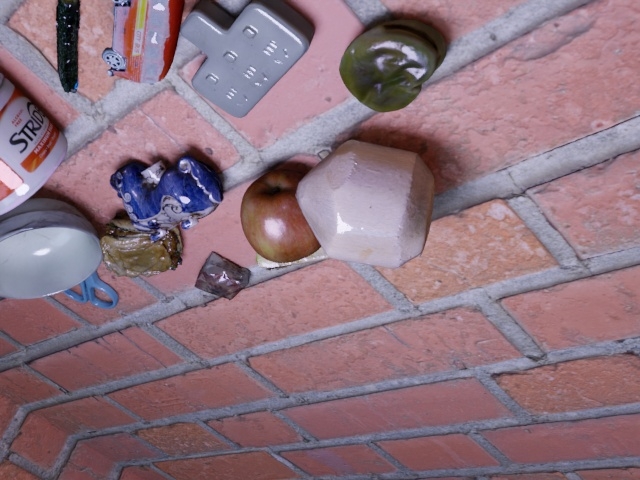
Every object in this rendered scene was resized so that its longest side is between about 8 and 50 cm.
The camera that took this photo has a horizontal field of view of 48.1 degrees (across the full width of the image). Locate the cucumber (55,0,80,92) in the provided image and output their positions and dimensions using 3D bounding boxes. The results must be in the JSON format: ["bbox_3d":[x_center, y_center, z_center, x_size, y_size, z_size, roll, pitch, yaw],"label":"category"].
[{"bbox_3d":[-0.497,-0.380,1.409,0.044,0.043,0.257,27,144,-1],"label":"cucumber"}]

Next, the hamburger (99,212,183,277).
[{"bbox_3d":[-0.453,0.001,1.824,0.206,0.130,0.183,-2,143,-2],"label":"hamburger"}]

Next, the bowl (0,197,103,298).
[{"bbox_3d":[-0.722,0.006,1.822,0.307,0.163,0.307,-20,147,-13],"label":"bowl"}]

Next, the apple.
[{"bbox_3d":[-0.075,-0.053,1.505,0.188,0.188,0.174,3,139,22],"label":"apple"}]

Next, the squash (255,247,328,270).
[{"bbox_3d":[0.000,0.000,1.602,0.252,0.093,0.169,-12,177,37],"label":"squash"}]

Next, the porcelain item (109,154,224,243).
[{"bbox_3d":[-0.347,-0.114,1.620,0.288,0.138,0.186,-16,114,44],"label":"porcelain item"}]

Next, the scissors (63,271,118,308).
[{"bbox_3d":[-0.686,0.056,2.059,0.192,0.029,0.447,17,141,4],"label":"scissors"}]

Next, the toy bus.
[{"bbox_3d":[-0.306,-0.386,1.253,0.119,0.121,0.265,18,144,-7],"label":"toy bus"}]

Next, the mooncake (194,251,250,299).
[{"bbox_3d":[-0.259,0.105,1.886,0.125,0.073,0.130,27,145,-11],"label":"mooncake"}]

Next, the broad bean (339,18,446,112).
[{"bbox_3d":[0.113,-0.291,1.213,0.153,0.072,0.206,45,138,-20],"label":"broad bean"}]

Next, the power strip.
[{"bbox_3d":[-0.154,-0.344,1.281,0.193,0.059,0.265,34,142,-18],"label":"power strip"}]

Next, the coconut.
[{"bbox_3d":[0.083,-0.068,1.374,0.265,0.237,0.237,15,143,10],"label":"coconut"}]

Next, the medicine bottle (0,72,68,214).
[{"bbox_3d":[-0.717,-0.214,1.545,0.252,0.252,0.241,-11,134,35],"label":"medicine bottle"}]
